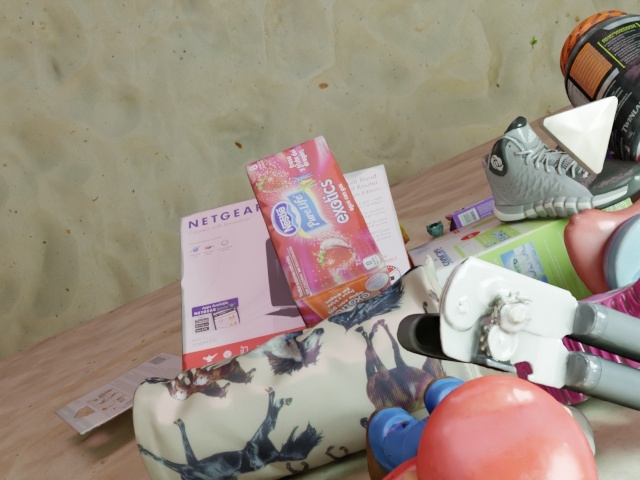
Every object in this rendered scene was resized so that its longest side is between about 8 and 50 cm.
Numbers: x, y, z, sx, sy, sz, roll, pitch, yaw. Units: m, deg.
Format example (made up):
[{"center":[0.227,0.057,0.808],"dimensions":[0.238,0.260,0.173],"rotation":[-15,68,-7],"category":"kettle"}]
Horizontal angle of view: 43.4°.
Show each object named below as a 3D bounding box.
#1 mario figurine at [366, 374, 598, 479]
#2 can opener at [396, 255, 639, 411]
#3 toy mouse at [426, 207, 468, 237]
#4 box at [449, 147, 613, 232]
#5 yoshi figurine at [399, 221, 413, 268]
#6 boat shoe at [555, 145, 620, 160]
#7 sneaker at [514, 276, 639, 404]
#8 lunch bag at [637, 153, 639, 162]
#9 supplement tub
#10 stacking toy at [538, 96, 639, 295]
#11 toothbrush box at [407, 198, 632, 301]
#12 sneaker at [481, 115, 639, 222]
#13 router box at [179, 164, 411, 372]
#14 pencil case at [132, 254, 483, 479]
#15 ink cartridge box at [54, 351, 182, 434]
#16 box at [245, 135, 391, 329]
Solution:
[{"center":[0.123,0.199,0.624],"dimensions":[0.198,0.170,0.320],"rotation":[-62,1,-6],"category":"mario figurine"},{"center":[0.197,0.081,0.619],"dimensions":[0.280,0.074,0.093],"rotation":[17,-11,-20],"category":"can opener"},{"center":[0.294,-0.038,1.831],"dimensions":[0.161,0.031,0.143],"rotation":[-29,10,-32],"category":"toy mouse"},{"center":[0.384,-0.068,1.483],"dimensions":[0.293,0.057,0.201],"rotation":[-24,-9,5],"category":"box"},{"center":[-0.006,0.094,1.284],"dimensions":[0.362,0.203,0.203],"rotation":[-34,21,3],"category":"yoshi figurine"},{"center":[0.592,-0.177,1.540],"dimensions":[0.335,0.119,0.121],"rotation":[-16,11,46],"category":"boat shoe"},{"center":[0.301,0.091,0.771],"dimensions":[0.111,0.102,0.252],"rotation":[6,-26,-41],"category":"sneaker"},{"center":[0.620,-0.118,1.123],"dimensions":[0.293,0.120,0.258],"rotation":[-25,12,8],"category":"lunch bag"},{"center":[0.559,-0.257,1.392],"dimensions":[0.207,0.207,0.338],"rotation":[-23,40,6],"category":"supplement tub"},{"center":[0.406,-0.068,0.837],"dimensions":[0.309,0.279,0.130],"rotation":[-29,7,0],"category":"stacking toy"},{"center":[0.281,0.027,1.125],"dimensions":[0.283,0.122,0.206],"rotation":[-25,9,5],"category":"toothbrush box"},{"center":[0.293,-0.100,1.019],"dimensions":[0.086,0.132,0.229],"rotation":[-34,14,-38],"category":"sneaker"},{"center":[-0.035,0.060,1.178],"dimensions":[0.336,0.082,0.301],"rotation":[-15,50,5],"category":"router box"},{"center":[-0.022,0.170,0.921],"dimensions":[0.410,0.159,0.183],"rotation":[-23,30,10],"category":"pencil case"},{"center":[-0.337,0.289,1.453],"dimensions":[0.239,0.060,0.275],"rotation":[-29,10,-25],"category":"ink cartridge box"},{"center":[0.000,0.000,1.076],"dimensions":[0.123,0.128,0.256],"rotation":[-22,51,-1],"category":"box"}]
